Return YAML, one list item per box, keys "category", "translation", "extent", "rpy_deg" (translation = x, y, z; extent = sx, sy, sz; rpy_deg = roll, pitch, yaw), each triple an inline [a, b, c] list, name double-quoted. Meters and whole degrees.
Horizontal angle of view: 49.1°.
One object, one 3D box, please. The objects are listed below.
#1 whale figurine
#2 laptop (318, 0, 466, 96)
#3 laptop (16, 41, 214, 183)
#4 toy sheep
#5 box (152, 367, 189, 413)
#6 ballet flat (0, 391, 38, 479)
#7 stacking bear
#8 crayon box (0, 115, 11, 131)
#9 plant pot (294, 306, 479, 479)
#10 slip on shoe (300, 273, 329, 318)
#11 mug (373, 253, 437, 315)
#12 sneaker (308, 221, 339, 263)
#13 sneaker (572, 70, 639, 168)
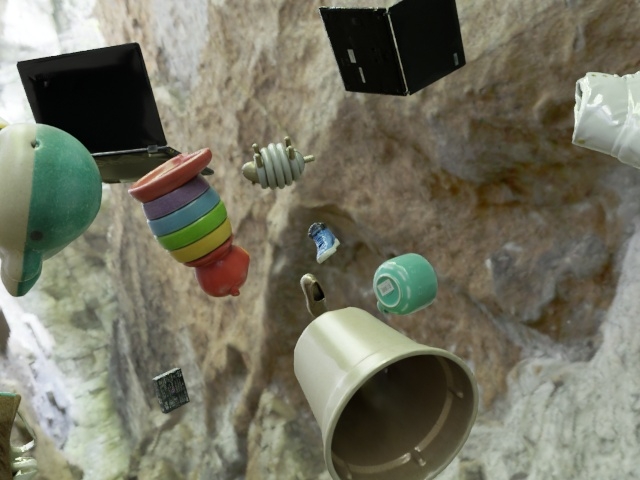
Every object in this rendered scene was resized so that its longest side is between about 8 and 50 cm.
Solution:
- category: "whale figurine"
  translation: [-0.380, -0.033, 0.962]
  extent: [0.272, 0.141, 0.216]
  rpy_deg: [118, -32, -44]
- category: "laptop"
  translation: [0.165, -0.457, 1.579]
  extent: [0.264, 0.136, 0.234]
  rpy_deg: [12, -35, 30]
- category: "laptop"
  translation: [-0.550, -0.325, 1.925]
  extent: [0.408, 0.382, 0.236]
  rpy_deg: [26, 63, -68]
- category: "toy sheep"
  translation: [-0.074, -0.133, 1.241]
  extent: [0.091, 0.132, 0.091]
  rpy_deg: [169, -90, -88]
- category: "box"
  translation: [-0.336, 0.338, 1.579]
  extent: [0.018, 0.067, 0.083]
  rpy_deg: [-4, -77, 46]
- category: "ballet flat"
  translation: [-0.708, 0.488, 1.588]
  extent: [0.116, 0.124, 0.342]
  rpy_deg: [29, -58, 52]
- category: "stacking bear"
  translation: [-0.242, -0.017, 1.408]
  extent: [0.175, 0.164, 0.289]
  rpy_deg: [3, -54, 58]
- category: "crayon box"
  translation: [-0.840, -0.129, 1.684]
  extent: [0.313, 0.106, 0.363]
  rpy_deg: [29, -71, 49]
- category: "plant pot"
  translation: [0.099, 0.301, 1.448]
  extent: [0.305, 0.334, 0.334]
  rpy_deg: [40, -34, 57]
- category: "slip on shoe"
  translation: [-0.006, 0.141, 1.686]
  extent: [0.041, 0.051, 0.135]
  rpy_deg: [21, -43, 49]
- category: "mug"
  translation: [0.181, 0.114, 1.571]
  extent: [0.129, 0.097, 0.158]
  rpy_deg: [23, -63, 42]
- category: "sneaker"
  translation: [-0.001, 0.001, 1.742]
  extent: [0.084, 0.058, 0.152]
  rpy_deg: [50, 19, -4]
- category: "sneaker"
  translation: [0.473, -0.235, 1.037]
  extent: [0.169, 0.292, 0.108]
  rpy_deg: [23, -29, 21]
